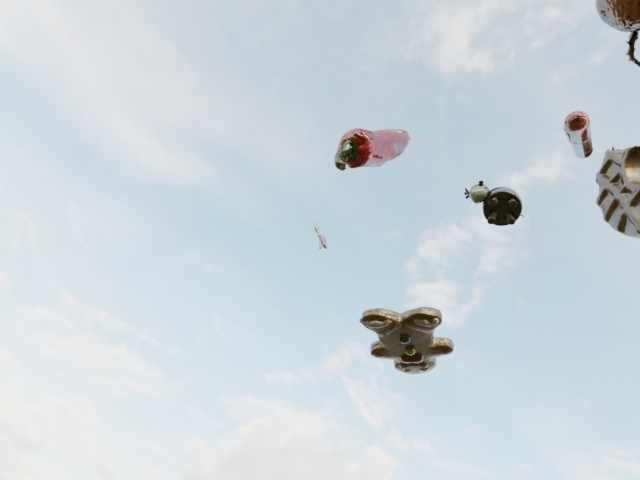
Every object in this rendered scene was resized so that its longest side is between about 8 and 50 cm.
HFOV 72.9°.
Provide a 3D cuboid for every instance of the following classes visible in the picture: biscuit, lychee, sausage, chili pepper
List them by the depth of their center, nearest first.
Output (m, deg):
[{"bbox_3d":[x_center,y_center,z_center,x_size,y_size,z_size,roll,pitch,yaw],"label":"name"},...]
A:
[{"bbox_3d":[0.399,-0.303,0.540,0.101,0.114,0.140,11,-39,2],"label":"lychee"},{"bbox_3d":[0.399,-0.157,0.665,0.034,0.253,0.034,0,-90,33],"label":"sausage"},{"bbox_3d":[0.726,-0.134,0.895,0.115,0.268,0.366,11,-15,0],"label":"biscuit"},{"bbox_3d":[0.144,-0.251,1.162,0.110,0.387,0.110,13,-69,36],"label":"chili pepper"},{"bbox_3d":[0.300,0.358,1.438,0.283,0.064,0.432,-5,-42,14],"label":"biscuit"}]

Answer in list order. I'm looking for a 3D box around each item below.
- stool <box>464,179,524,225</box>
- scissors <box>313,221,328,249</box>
[{"bbox_3d":[0.583,-0.125,1.452,0.217,0.121,0.125,35,-60,13],"label":"stool"},{"bbox_3d":[0.000,0.000,1.348,0.015,0.189,0.100,-24,-77,8],"label":"scissors"}]
